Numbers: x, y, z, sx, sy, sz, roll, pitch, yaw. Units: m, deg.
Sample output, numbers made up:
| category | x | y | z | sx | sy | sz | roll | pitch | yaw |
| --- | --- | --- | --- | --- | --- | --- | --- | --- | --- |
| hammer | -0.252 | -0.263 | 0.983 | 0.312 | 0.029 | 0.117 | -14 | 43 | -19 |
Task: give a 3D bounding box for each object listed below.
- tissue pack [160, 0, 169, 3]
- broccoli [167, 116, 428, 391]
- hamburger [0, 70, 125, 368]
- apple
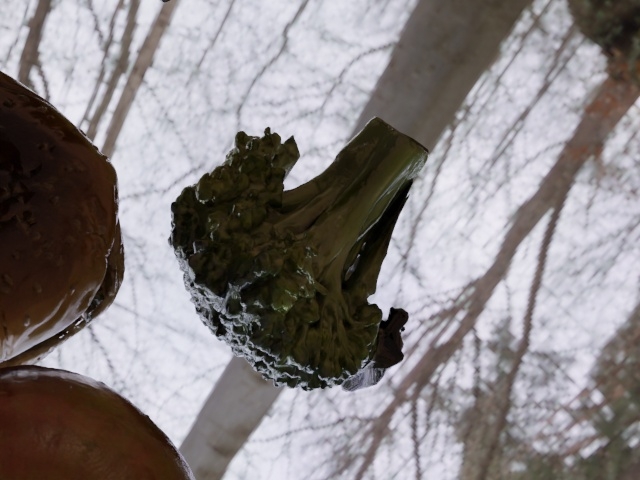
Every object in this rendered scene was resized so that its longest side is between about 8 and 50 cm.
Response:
| category | x | y | z | sx | sy | sz | roll | pitch | yaw |
| --- | --- | --- | --- | --- | --- | --- | --- | --- | --- |
| tissue pack | -0.169 | -0.298 | 1.172 | 0.065 | 0.115 | 0.155 | -34 | -126 | 0 |
| broccoli | 0.000 | 0.000 | 1.157 | 0.247 | 0.243 | 0.263 | 41 | -174 | -14 |
| hamburger | -0.276 | -0.017 | 1.035 | 0.243 | 0.146 | 0.286 | 1 | -127 | -6 |
| apple | -0.147 | 0.153 | 0.695 | 0.199 | 0.199 | 0.199 | 15 | -132 | -17 |
